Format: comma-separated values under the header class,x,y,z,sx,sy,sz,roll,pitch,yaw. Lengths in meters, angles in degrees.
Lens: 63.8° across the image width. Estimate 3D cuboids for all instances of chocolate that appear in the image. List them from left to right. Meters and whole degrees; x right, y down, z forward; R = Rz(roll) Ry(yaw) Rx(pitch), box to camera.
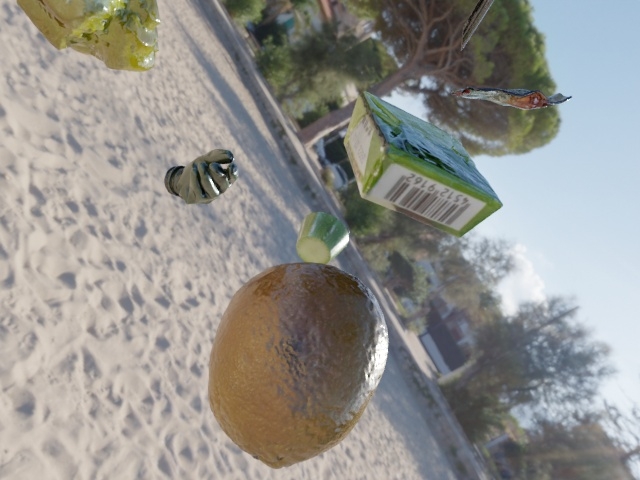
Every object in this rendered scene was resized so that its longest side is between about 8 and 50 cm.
class,x,y,z,sx,sy,sz,roll,pitch,yaw
chocolate,0.207,-0.164,1.129,0.301,0.137,0.288,22,32,-22

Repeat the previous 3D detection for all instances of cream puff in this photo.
class,x,y,z,sx,sy,sz,roll,pitch,yaw
cream puff,-0.488,-0.523,1.025,0.378,0.276,0.378,163,-90,-71

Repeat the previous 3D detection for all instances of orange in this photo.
class,x,y,z,sx,sy,sz,roll,pitch,yaw
orange,-0.044,0.216,0.926,0.322,0.357,0.322,20,-19,7

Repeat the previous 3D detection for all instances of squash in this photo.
class,x,y,z,sx,sy,sz,roll,pitch,yaw
squash,0.000,0.000,1.652,0.170,0.170,0.123,58,36,-24

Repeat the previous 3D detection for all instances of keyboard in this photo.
class,x,y,z,sx,sy,sz,roll,pitch,yaw
keyboard,0.337,-0.484,1.099,0.198,0.010,0.063,111,-11,-81

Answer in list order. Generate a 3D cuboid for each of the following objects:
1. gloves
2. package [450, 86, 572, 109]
class,x,y,z,sx,sy,sz,roll,pitch,yaw
gloves,-0.267,-0.142,1.172,0.107,0.135,0.268,31,-18,-31
package,0.409,-0.307,1.112,0.166,0.232,0.040,-91,-174,-79
